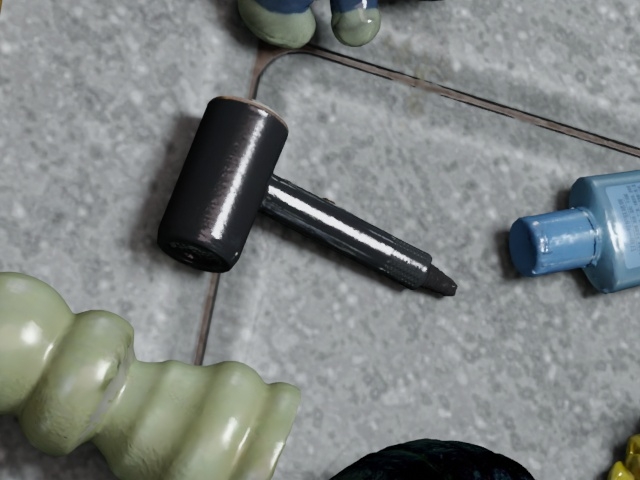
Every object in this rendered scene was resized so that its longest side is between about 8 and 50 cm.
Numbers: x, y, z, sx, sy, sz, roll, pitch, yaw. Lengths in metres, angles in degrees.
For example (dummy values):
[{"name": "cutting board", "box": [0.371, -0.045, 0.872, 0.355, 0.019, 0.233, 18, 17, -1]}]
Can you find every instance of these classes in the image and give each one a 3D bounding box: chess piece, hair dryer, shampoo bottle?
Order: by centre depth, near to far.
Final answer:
[{"name": "chess piece", "box": [-0.155, 0.109, 1.093, 0.251, 0.144, 0.144, 29, 68, -6]}, {"name": "hair dryer", "box": [0.000, 0.000, 1.219, 0.255, 0.070, 0.128, 29, 69, -16]}, {"name": "shampoo bottle", "box": [0.283, -0.014, 1.322, 0.258, 0.061, 0.104, -9, 80, -22]}]

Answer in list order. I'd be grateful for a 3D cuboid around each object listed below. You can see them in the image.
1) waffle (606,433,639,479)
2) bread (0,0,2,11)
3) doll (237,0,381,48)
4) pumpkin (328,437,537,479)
[{"name": "waffle", "box": [0.372, 0.245, 1.290, 0.300, 0.058, 0.282, 30, 70, -10]}, {"name": "bread", "box": [-0.276, -0.165, 1.164, 0.062, 0.049, 0.103, 11, 71, -17]}, {"name": "doll", "box": [0.043, -0.279, 1.269, 0.258, 0.154, 0.228, -13, 77, -29]}, {"name": "pumpkin", "box": [0.101, 0.258, 1.086, 0.248, 0.248, 0.248, 5, 75, -19]}]
